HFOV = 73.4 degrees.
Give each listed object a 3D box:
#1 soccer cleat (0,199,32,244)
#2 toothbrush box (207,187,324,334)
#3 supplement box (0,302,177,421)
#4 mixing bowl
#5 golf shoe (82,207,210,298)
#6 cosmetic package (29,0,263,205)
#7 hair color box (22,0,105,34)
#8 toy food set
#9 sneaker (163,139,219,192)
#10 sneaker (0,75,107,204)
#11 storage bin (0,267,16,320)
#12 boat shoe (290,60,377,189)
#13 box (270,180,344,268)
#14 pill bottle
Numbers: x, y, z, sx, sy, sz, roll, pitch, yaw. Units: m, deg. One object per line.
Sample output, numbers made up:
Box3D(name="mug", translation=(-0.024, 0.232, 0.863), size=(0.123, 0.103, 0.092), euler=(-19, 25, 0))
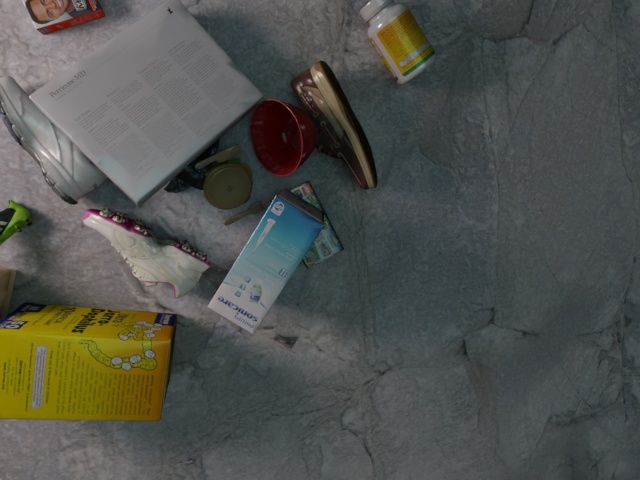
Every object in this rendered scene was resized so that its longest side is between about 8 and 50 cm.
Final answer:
Box3D(name="soccer cleat", translation=(-0.729, -0.016, 0.943), size=(0.072, 0.060, 0.178), euler=(41, 57, -4))
Box3D(name="toothbrush box", translation=(-0.119, 0.037, 1.013), size=(0.126, 0.216, 0.295), euler=(33, 99, -6))
Box3D(name="supplement box", translation=(-0.530, 0.273, 0.987), size=(0.357, 0.194, 0.195), euler=(7, 97, -16))
Box3D(name="mixing bowl", translation=(-0.076, -0.256, 1.049), size=(0.098, 0.182, 0.181), euler=(-26, 106, -42))
Box3D(name="golf shoe", translation=(-0.425, 0.033, 1.022), size=(0.307, 0.115, 0.140), euler=(29, 94, -15))
Box3D(name="cosmetic package", translation=(-0.362, -0.305, 0.949), size=(0.377, 0.097, 0.284), euler=(-46, 104, -16))
Box3D(name="hair color box", translation=(-0.560, -0.511, 0.939), size=(0.141, 0.043, 0.071), euler=(-23, 104, -9))
Box3D(name="toy food set", translation=(-0.227, -0.138, 1.070), size=(0.133, 0.038, 0.191), euler=(-27, 128, -13))
Box3D(name="sneaker", translation=(-0.312, -0.188, 1.046), size=(0.089, 0.051, 0.170), euler=(18, 97, -21))
Box3D(name="sneaker", translation=(-0.597, -0.229, 0.956), size=(0.129, 0.111, 0.297), euler=(-39, 107, -26))
Box3D(name="storage bin", translation=(-0.851, 0.164, 0.927), size=(0.263, 0.123, 0.260), euler=(14, 94, -16))
Box3D(name="boat shoe", translation=(0.036, -0.273, 1.101), size=(0.123, 0.123, 0.341), euler=(-23, 109, 21))
Box3D(name="box", translation=(-0.034, -0.041, 1.138), size=(0.114, 0.036, 0.206), euler=(-28, 100, -7))
Box3D(name="pill bottle", translation=(0.193, -0.515, 1.089), size=(0.118, 0.117, 0.208), euler=(-40, 105, -5))
